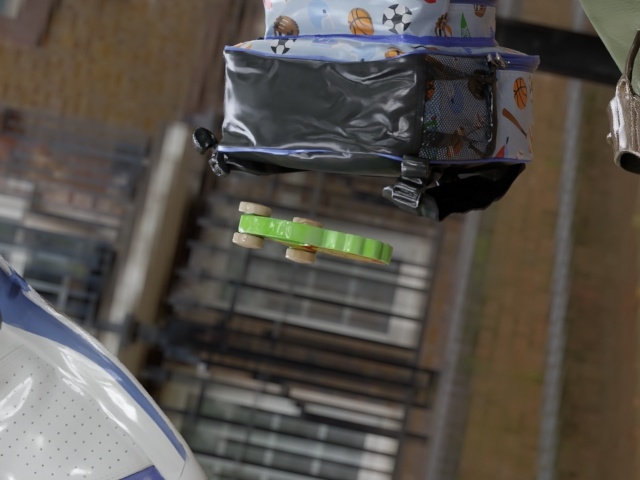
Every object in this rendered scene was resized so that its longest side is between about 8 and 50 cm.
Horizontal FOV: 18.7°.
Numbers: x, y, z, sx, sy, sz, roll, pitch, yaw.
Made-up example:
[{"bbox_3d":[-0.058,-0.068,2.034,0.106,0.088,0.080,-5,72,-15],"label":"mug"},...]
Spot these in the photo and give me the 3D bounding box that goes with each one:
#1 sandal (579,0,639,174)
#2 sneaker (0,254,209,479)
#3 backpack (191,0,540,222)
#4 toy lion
[{"bbox_3d":[0.262,-0.064,1.388,0.086,0.120,0.303,-43,-58,-27],"label":"sandal"},{"bbox_3d":[-0.216,0.091,1.053,0.182,0.315,0.127,-45,5,-11],"label":"sneaker"},{"bbox_3d":[0.066,-0.134,1.766,0.263,0.276,0.213,8,-86,-51],"label":"backpack"},{"bbox_3d":[0.000,0.000,1.432,0.100,0.096,0.034,16,-96,-49],"label":"toy lion"}]
